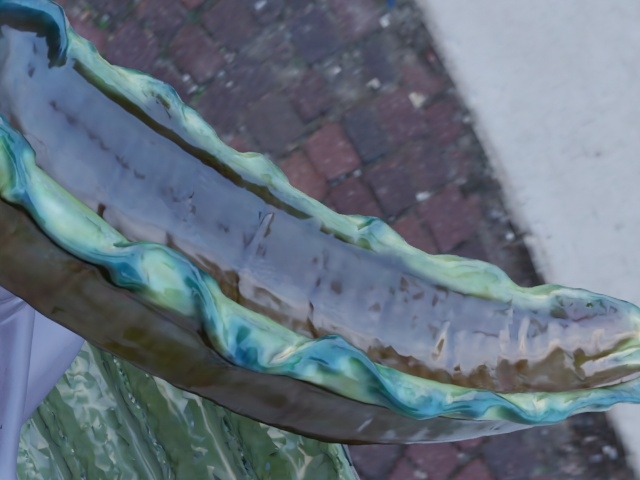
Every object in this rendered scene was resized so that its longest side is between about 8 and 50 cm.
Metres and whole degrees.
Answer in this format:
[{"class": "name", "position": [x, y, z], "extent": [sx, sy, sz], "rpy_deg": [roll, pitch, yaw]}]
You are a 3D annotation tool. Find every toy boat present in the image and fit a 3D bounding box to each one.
[{"class": "toy boat", "position": [-0.003, 0.010, 0.527], "extent": [0.293, 0.099, 0.108], "rpy_deg": [24, 27, -14]}]

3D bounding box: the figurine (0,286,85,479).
[{"class": "figurine", "position": [-0.157, 0.004, 0.700], "extent": [0.176, 0.287, 0.186], "rpy_deg": [35, 44, 6]}]

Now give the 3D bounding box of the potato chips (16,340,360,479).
[{"class": "potato chips", "position": [-0.136, 0.184, 0.910], "extent": [0.429, 0.358, 0.070], "rpy_deg": [55, 11, 34]}]
